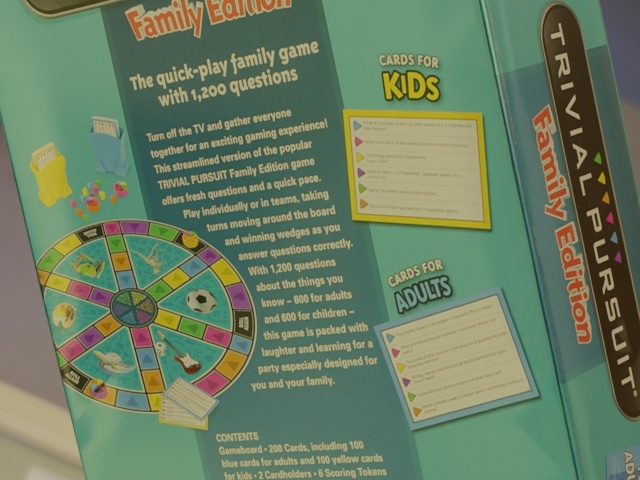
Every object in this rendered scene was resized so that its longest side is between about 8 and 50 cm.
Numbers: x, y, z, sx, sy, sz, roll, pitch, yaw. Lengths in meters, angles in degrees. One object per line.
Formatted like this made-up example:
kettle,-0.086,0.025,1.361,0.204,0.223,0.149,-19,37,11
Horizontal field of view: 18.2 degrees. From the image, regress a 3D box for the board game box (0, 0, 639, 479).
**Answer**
board game box,0.000,0.000,0.786,0.079,0.253,0.336,-19,99,-50
